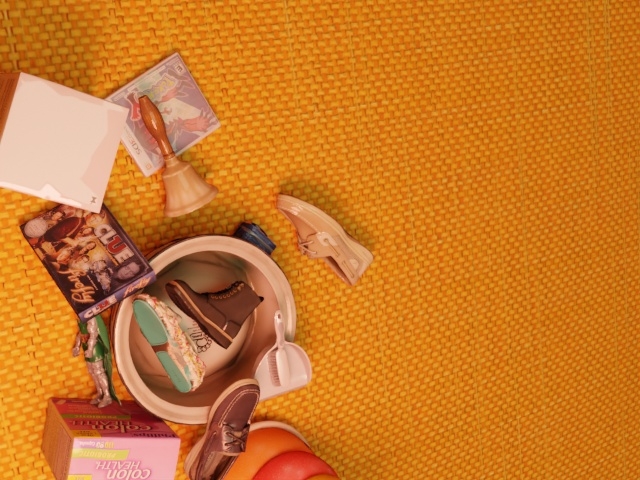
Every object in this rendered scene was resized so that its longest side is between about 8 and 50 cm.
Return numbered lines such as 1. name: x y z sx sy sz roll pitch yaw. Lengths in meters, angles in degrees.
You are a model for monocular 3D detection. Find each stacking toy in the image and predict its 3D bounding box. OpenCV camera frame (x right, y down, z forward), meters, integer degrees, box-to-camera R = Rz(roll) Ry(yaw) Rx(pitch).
1. stacking toy: -0.018 0.608 1.834 0.350 0.479 0.351 -5 98 -41

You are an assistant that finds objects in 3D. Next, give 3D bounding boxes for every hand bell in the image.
1. hand bell: -0.314 -0.182 1.742 0.126 0.126 0.242 -32 115 -20

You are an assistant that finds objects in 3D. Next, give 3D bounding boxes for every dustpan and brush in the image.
1. dustpan and brush: -0.087 0.242 1.816 0.147 0.060 0.211 -15 106 -26

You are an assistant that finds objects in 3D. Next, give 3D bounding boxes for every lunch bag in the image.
1. lunch bag: -0.151 0.000 1.904 0.098 0.067 0.065 43 78 -26

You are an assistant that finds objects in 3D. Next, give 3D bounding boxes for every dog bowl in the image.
1. dog bowl: -0.264 0.176 1.829 0.407 0.150 0.408 -6 102 -29

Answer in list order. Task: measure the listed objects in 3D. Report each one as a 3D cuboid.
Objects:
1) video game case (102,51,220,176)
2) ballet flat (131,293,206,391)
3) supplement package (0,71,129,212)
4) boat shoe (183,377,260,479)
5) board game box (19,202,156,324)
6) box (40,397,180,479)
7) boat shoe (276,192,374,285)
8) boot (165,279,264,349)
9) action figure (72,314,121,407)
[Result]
1. video game case: -0.334 -0.263 1.782 0.201 0.023 0.183 -38 115 -18
2. ballet flat: -0.298 0.193 1.693 0.077 0.091 0.241 -50 127 -47
3. supplement package: -0.504 -0.184 1.565 0.199 0.262 0.198 16 91 -30
4. boat shoe: -0.194 0.414 1.781 0.102 0.092 0.285 14 116 -40
5. board game box: -0.454 0.025 1.663 0.165 0.243 0.042 -32 154 -21
6. box: -0.430 0.413 1.727 0.213 0.243 0.117 8 95 -29
7. boat shoe: 0.000 0.000 1.967 0.302 0.109 0.098 39 79 -34
8. boot: -0.212 0.109 1.725 0.137 0.076 0.198 -50 131 -17
9. action figure: -0.468 0.223 1.751 0.063 0.137 0.232 -15 96 -36
